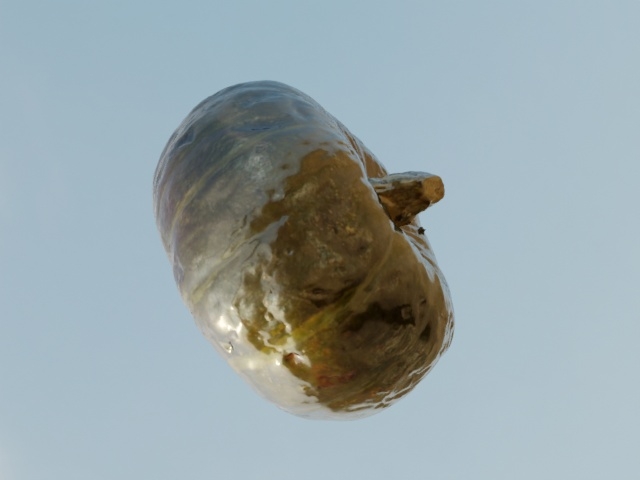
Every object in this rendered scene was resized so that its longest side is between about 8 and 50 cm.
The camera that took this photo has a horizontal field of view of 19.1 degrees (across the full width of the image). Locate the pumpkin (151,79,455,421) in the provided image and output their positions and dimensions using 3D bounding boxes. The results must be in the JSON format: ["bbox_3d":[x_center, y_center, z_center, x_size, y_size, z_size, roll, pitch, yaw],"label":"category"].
[{"bbox_3d":[0.000,0.000,1.126,0.162,0.219,0.219,-34,-30,12],"label":"pumpkin"}]
